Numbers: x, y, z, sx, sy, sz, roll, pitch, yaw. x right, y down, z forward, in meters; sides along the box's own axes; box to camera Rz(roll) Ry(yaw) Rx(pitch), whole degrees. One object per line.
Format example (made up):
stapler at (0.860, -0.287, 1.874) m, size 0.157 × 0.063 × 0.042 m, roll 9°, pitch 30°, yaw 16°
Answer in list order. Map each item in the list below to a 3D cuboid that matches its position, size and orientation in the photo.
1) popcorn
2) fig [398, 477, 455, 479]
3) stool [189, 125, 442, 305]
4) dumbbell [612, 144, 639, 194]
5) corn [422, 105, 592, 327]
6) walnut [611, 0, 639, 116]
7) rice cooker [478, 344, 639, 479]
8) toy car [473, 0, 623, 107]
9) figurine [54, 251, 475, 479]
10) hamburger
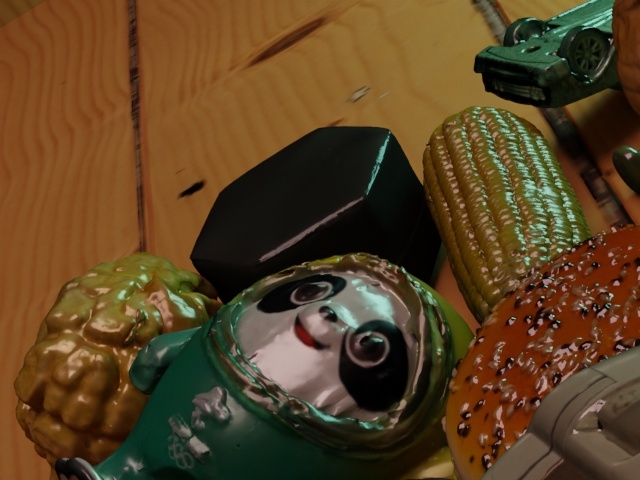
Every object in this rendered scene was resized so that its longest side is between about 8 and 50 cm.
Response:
popcorn at (-0.181, 0.128, 1.579) m, size 0.250 × 0.190 × 0.250 m, roll -51°, pitch -10°, yaw -12°
fig at (0.061, 0.253, 1.065) m, size 0.224 × 0.263 × 0.224 m, roll -168°, pitch 90°, yaw -79°
stool at (0.000, 0.000, 1.661) m, size 0.232 × 0.141 × 0.232 m, roll -26°, pitch 28°, yaw 15°
dumbbell at (0.322, -0.092, 1.558) m, size 0.118 × 0.052 × 0.046 m, roll -37°, pitch 4°, yaw -8°
corn at (0.167, -0.007, 1.500) m, size 0.131 × 0.131 × 0.344 m, roll -28°, pitch 27°, yaw 11°
walnut at (0.319, -0.163, 1.292) m, size 0.195 × 0.195 × 0.221 m, roll -48°, pitch 21°, yaw -26°
rice cooker at (0.213, 0.234, 0.824) m, size 0.335 × 0.335 × 0.325 m, roll -37°, pitch 28°, yaw -8°
toy car at (0.317, -0.205, 1.684) m, size 0.320 × 0.097 × 0.141 m, roll -26°, pitch 23°, yaw -21°
figurine at (-0.018, 0.156, 1.355) m, size 0.340 × 0.231 × 0.323 m, roll -33°, pitch 50°, yaw -17°
hamburger at (0.222, 0.111, 1.190) m, size 0.300 × 0.176 × 0.300 m, roll -24°, pitch 28°, yaw 14°
